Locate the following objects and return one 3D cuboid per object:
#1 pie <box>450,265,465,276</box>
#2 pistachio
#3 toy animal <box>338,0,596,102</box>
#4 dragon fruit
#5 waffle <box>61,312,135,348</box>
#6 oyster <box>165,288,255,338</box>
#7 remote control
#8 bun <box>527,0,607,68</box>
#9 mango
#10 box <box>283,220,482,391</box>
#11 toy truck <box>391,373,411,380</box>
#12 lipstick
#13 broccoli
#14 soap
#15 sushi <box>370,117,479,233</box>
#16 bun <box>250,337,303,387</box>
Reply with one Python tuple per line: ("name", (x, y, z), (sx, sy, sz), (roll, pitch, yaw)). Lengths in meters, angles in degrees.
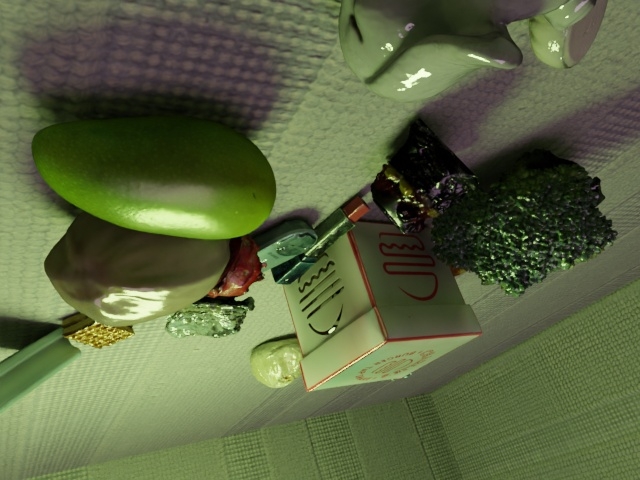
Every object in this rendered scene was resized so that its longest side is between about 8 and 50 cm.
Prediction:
("pie", (0.368, 0.052, 1.511), (0.205, 0.084, 0.179), (-25, 153, 6))
("pistachio", (-0.286, 0.029, 0.925), (0.226, 0.208, 0.331), (16, -160, 41))
("toy animal", (0.134, -0.261, 0.606), (0.206, 0.272, 0.265), (32, 143, -27))
("dragon fruit", (-0.156, 0.061, 1.077), (0.110, 0.153, 0.153), (30, 131, -27))
("waffle", (-0.515, 0.205, 1.279), (0.102, 0.042, 0.148), (-23, 154, 6))
("oyster", (-0.261, 0.171, 1.293), (0.198, 0.112, 0.267), (1, 160, -22))
("remote control", (-0.122, 0.027, 1.178), (0.247, 0.052, 0.104), (-26, 154, 13))
("bun", (0.333, -0.316, 0.768), (0.138, 0.094, 0.138), (-36, 141, -36))
("mango", (-0.216, -0.092, 0.769), (0.342, 0.156, 0.192), (7, 142, -38))
("box", (0.129, 0.157, 1.313), (0.312, 0.300, 0.314), (3, 148, -37))
("toy truck", (0.208, 0.353, 1.542), (0.111, 0.077, 0.076), (-10, 153, -15))
("lipstick", (0.000, 0.000, 1.212), (0.051, 0.051, 0.312), (9, 141, -42))
("broccoli", (0.451, -0.034, 1.209), (0.317, 0.277, 0.338), (-22, 171, -41))
("soap", (-0.661, 0.297, 1.165), (0.159, 0.088, 0.265), (-29, -173, 19))
("sushi", (0.178, -0.099, 1.020), (0.150, 0.153, 0.172), (-43, 171, 4))
("bun", (-0.124, 0.413, 1.833), (0.220, 0.134, 0.220), (-13, 150, -8))
